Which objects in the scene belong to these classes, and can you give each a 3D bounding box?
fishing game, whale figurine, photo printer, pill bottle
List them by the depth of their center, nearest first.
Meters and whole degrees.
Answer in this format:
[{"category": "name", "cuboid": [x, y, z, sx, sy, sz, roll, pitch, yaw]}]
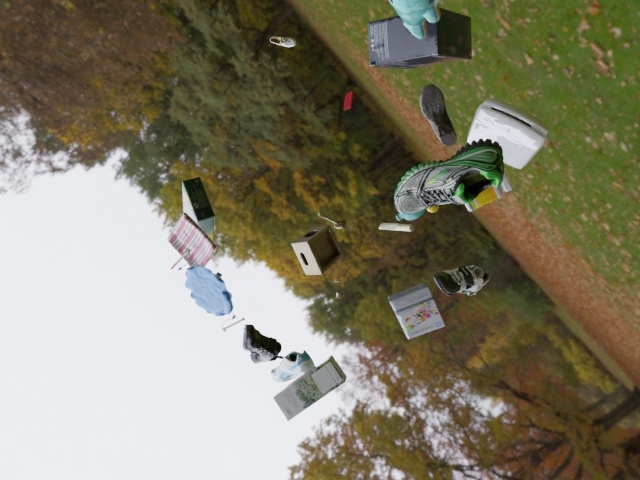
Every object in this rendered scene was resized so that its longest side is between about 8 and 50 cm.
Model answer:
[{"category": "fishing game", "cuboid": [-0.325, 0.144, 1.483, 0.264, 0.189, 0.041, 49, -134, -2]}, {"category": "whale figurine", "cuboid": [0.270, -0.719, 1.518, 0.216, 0.141, 0.272, 56, 174, 19]}, {"category": "photo printer", "cuboid": [0.661, -0.382, 1.791, 0.256, 0.107, 0.307, 31, 178, 13]}, {"category": "pill bottle", "cuboid": [0.751, -0.224, 2.288, 0.117, 0.209, 0.117, 50, -156, -33]}]

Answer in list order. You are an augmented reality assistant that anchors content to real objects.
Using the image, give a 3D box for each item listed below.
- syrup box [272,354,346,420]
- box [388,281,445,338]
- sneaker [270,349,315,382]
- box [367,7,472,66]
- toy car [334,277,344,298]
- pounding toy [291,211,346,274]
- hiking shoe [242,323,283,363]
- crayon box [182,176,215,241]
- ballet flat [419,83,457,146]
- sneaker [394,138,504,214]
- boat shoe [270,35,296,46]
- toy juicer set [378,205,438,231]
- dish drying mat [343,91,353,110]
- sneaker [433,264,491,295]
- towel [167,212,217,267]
[{"category": "syrup box", "cuboid": [-0.035, 0.494, 1.693, 0.093, 0.237, 0.096, 55, -178, 7]}, {"category": "box", "cuboid": [0.343, 0.252, 1.790, 0.038, 0.145, 0.186, -92, -23, -62]}, {"category": "sneaker", "cuboid": [-0.108, 0.459, 1.849, 0.087, 0.229, 0.092, -28, -88, -48]}, {"category": "box", "cuboid": [0.422, -0.835, 2.109, 0.343, 0.313, 0.178, -20, -69, -50]}, {"category": "toy car", "cuboid": [0.100, 0.248, 2.630, 0.060, 0.041, 0.121, 104, 165, -68]}, {"category": "pounding toy", "cuboid": [0.000, -0.011, 1.746, 0.206, 0.094, 0.181, -39, -67, -40]}, {"category": "hiking shoe", "cuboid": [-0.187, 0.336, 1.661, 0.226, 0.114, 0.086, 78, -171, -56]}, {"category": "crayon box", "cuboid": [-0.538, -0.104, 2.221, 0.203, 0.083, 0.323, 65, 159, 20]}, {"category": "ballet flat", "cuboid": [0.404, -0.430, 1.725, 0.250, 0.084, 0.058, 51, -155, -35]}, {"category": "sneaker", "cuboid": [0.357, -0.159, 1.444, 0.134, 0.344, 0.146, 37, -138, -32]}, {"category": "boat shoe", "cuboid": [-0.142, -0.754, 1.905, 0.100, 0.035, 0.035, 13, -153, 2]}, {"category": "toy juicer set", "cuboid": [0.409, -0.134, 2.091, 0.090, 0.329, 0.209, 33, -175, -35]}, {"category": "dish drying mat", "cuboid": [0.104, -0.518, 1.873, 0.008, 0.032, 0.083, 42, -134, -45]}, {"category": "sneaker", "cuboid": [0.619, 0.157, 2.178, 0.331, 0.146, 0.122, 4, -129, -45]}, {"category": "towel", "cuboid": [-0.478, 0.011, 1.857, 0.197, 0.144, 0.029, 45, -156, 14]}]
